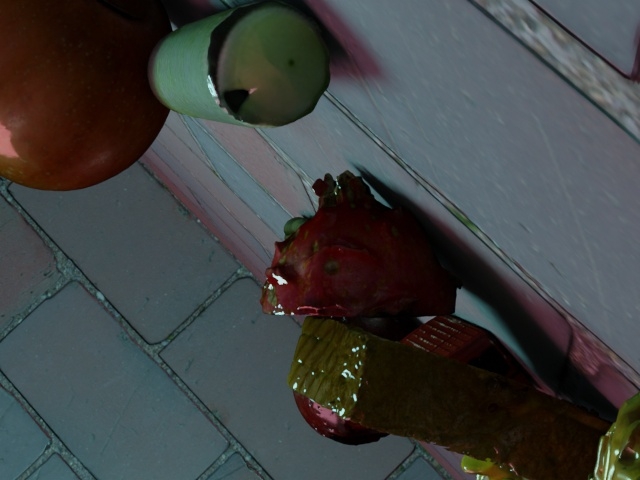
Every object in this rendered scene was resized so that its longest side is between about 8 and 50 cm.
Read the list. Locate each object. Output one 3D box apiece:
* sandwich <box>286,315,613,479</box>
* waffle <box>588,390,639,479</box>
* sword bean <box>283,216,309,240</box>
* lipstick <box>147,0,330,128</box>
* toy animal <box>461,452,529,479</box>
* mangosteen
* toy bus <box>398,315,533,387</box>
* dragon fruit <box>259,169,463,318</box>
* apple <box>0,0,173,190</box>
[{"bbox_3d":[0.092,0.119,0.893,0.215,0.065,0.186,21,176,-18],"label":"sandwich"},{"bbox_3d":[0.164,0.227,0.649,0.060,0.307,0.312,7,153,11],"label":"waffle"},{"bbox_3d":[0.000,0.000,1.308,0.269,0.038,0.043,-158,50,-75],"label":"sword bean"},{"bbox_3d":[-0.065,-0.114,0.820,0.076,0.076,0.304,48,173,-15],"label":"lipstick"},{"bbox_3d":[0.217,0.267,1.144,0.230,0.156,0.156,38,180,-39],"label":"toy animal"},{"bbox_3d":[0.042,0.133,1.370,0.166,0.166,0.180,57,-165,-59],"label":"mangosteen"},{"bbox_3d":[0.115,0.118,1.099,0.089,0.081,0.195,57,172,-10],"label":"toy bus"},{"bbox_3d":[0.028,0.003,0.904,0.153,0.153,0.110,-174,82,-81],"label":"dragon fruit"},{"bbox_3d":[-0.216,-0.160,1.017,0.210,0.173,0.234,-6,-113,-52],"label":"apple"}]
